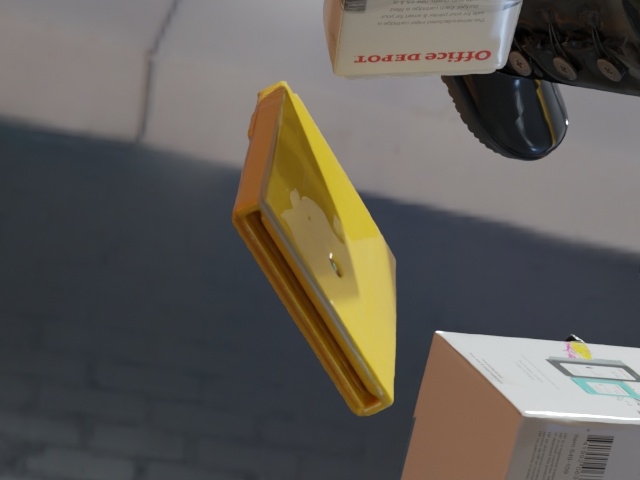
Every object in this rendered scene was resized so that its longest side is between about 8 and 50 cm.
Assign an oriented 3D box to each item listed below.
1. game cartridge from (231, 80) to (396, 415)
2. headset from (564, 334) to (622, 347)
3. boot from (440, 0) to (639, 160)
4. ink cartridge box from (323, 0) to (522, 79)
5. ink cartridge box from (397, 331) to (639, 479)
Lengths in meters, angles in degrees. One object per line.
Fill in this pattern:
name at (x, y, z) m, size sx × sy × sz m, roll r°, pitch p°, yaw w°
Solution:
game cartridge at (0.000, 0.000, 1.976) m, size 0.053 × 0.323 × 0.285 m, roll -25°, pitch -66°, yaw 14°
headset at (0.297, 0.312, 2.145) m, size 0.185 × 0.394 × 0.243 m, roll 10°, pitch 12°, yaw -33°
boot at (0.360, -0.234, 2.421) m, size 0.445 × 0.146 × 0.367 m, roll 6°, pitch -32°, yaw 51°
ink cartridge box at (0.116, -0.315, 1.939) m, size 0.207 × 0.117 × 0.283 m, roll -3°, pitch -36°, yaw -9°
ink cartridge box at (0.243, 0.220, 1.694) m, size 0.270 × 0.198 × 0.197 m, roll 6°, pitch 17°, yaw -23°
